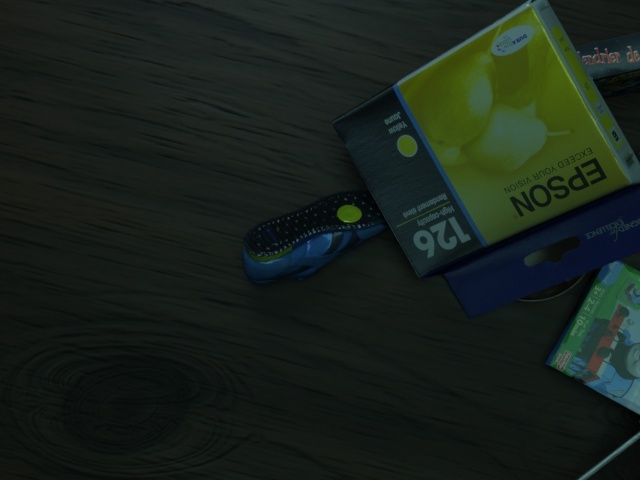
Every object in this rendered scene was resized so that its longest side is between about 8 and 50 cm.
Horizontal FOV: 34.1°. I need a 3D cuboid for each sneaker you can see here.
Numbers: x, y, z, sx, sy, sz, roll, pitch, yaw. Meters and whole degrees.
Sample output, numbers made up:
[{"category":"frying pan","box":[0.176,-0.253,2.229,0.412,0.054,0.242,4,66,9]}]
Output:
[{"category":"sneaker","box":[0.000,0.000,1.319,0.209,0.082,0.069,-20,49,-15]}]

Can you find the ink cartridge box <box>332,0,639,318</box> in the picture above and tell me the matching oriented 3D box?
[{"category":"ink cartridge box","box":[0.203,-0.074,1.206,0.303,0.072,0.307,-28,93,38]}]

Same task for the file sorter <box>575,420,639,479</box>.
[{"category":"file sorter","box":[0.429,0.378,1.200,0.173,0.193,0.278,-40,95,3]}]

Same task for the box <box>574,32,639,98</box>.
[{"category":"box","box":[0.335,-0.203,1.268,0.233,0.159,0.044,-13,86,1]}]

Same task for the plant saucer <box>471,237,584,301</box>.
[{"category":"plant saucer","box":[0.264,-0.006,1.323,0.168,0.029,0.168,0,87,2]}]

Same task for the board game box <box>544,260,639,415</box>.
[{"category":"board game box","box":[0.413,0.137,1.305,0.211,0.039,0.160,28,88,2]}]

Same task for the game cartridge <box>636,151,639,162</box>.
[{"category":"game cartridge","box":[0.535,-0.013,1.267,0.196,0.060,0.294,-20,71,-1]}]
